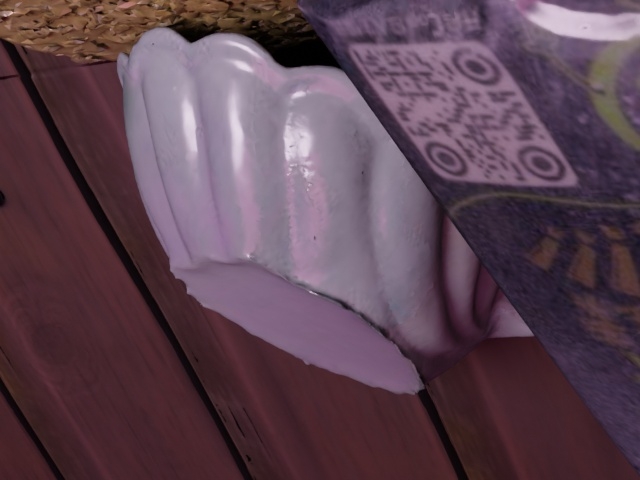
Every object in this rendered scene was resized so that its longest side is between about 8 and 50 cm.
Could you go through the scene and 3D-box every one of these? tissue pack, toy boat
[{"bbox_3d":[0.205,-0.008,0.720,0.288,0.124,0.394,0,138,46],"label":"tissue pack"},{"bbox_3d":[0.000,0.000,0.862,0.199,0.100,0.290,-1,152,48],"label":"toy boat"}]

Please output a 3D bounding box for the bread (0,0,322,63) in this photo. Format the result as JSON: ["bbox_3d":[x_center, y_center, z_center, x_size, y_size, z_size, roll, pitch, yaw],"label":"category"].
[{"bbox_3d":[-0.120,-0.239,0.774,0.248,0.279,0.315,-13,166,35],"label":"bread"}]
